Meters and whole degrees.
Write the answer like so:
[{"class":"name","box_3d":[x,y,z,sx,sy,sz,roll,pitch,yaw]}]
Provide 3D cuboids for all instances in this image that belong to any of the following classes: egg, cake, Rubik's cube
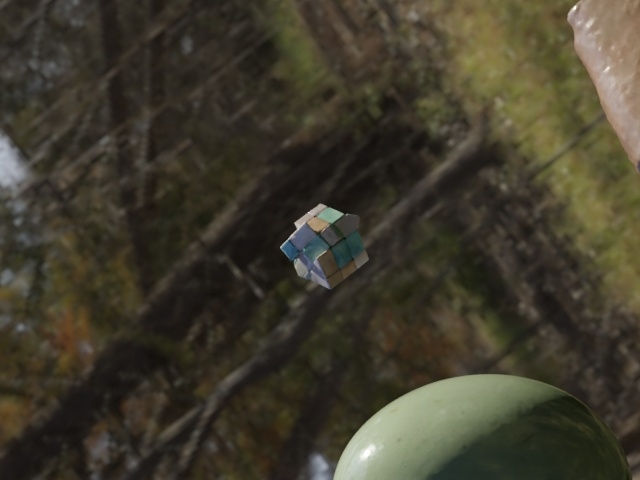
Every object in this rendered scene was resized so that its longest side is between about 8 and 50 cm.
[{"class":"egg","box_3d":[0.100,0.157,0.958,0.149,0.192,0.149,177,90,-69]},{"class":"cake","box_3d":[0.444,-0.194,1.646,0.237,0.309,0.230,31,-150,-51]},{"class":"Rubik's cube","box_3d":[0.000,0.002,1.686,0.084,0.075,0.073,8,134,36]}]
